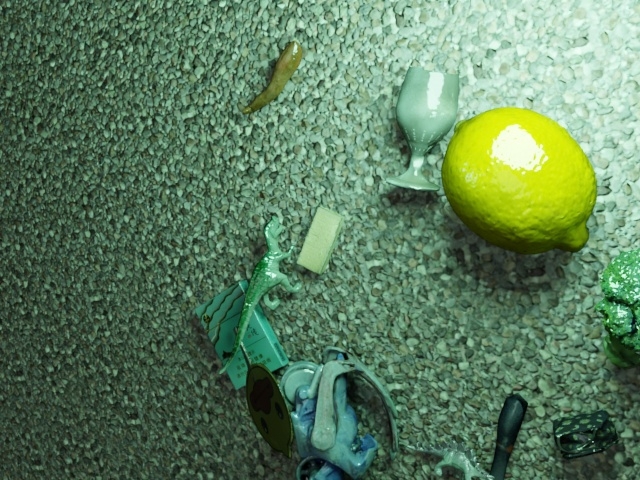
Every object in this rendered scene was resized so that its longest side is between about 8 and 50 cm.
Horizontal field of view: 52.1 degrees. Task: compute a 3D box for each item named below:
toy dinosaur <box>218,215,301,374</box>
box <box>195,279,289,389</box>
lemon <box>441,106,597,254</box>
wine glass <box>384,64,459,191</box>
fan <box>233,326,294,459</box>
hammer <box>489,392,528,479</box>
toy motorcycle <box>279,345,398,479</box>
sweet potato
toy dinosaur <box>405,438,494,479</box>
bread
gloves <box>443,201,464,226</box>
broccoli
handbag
[{"bbox_3d":[-0.119,0.138,1.521,0.076,0.129,0.383,-2,73,62],"label":"toy dinosaur"},{"bbox_3d":[-0.196,0.234,1.613,0.162,0.041,0.229,-31,84,26],"label":"box"},{"bbox_3d":[0.362,-0.105,1.190,0.320,0.245,0.245,47,113,9],"label":"lemon"},{"bbox_3d":[0.205,-0.224,1.316,0.126,0.126,0.241,13,104,23],"label":"wine glass"},{"bbox_3d":[-0.139,0.352,1.523,0.335,0.011,0.229,64,148,21],"label":"fan"},{"bbox_3d":[0.385,0.459,1.371,0.137,0.037,0.290,17,104,23],"label":"hammer"},{"bbox_3d":[0.042,0.406,1.444,0.241,0.182,0.319,-6,100,27],"label":"toy motorcycle"},{"bbox_3d":[-0.104,-0.360,1.487,0.050,0.050,0.214,47,119,12],"label":"sweet potato"},{"bbox_3d":[0.278,0.468,1.409,0.209,0.039,0.082,9,82,37],"label":"toy dinosaur"},{"bbox_3d":[0.000,0.000,1.496,0.068,0.028,0.154,26,106,20],"label":"bread"},{"bbox_3d":[0.281,-0.055,1.354,0.081,0.037,0.044,19,141,16],"label":"gloves"},{"bbox_3d":[0.595,0.136,1.134,0.270,0.270,0.270,37,143,16],"label":"broccoli"},{"bbox_3d":[0.499,0.380,1.251,0.115,0.139,0.072,-21,80,27],"label":"handbag"}]
